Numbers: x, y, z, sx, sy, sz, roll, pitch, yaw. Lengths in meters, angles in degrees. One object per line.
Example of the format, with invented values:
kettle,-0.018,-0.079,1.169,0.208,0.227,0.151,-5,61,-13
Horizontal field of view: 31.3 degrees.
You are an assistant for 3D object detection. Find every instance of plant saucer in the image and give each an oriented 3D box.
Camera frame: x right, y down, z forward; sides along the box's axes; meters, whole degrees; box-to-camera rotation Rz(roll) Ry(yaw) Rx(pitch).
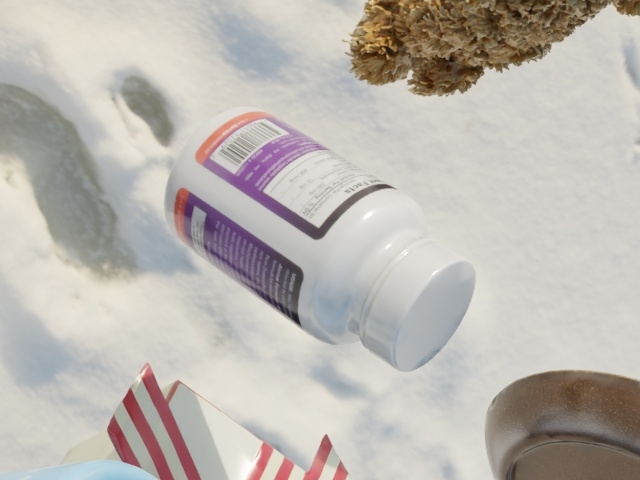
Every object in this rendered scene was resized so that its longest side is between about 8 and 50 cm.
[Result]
plant saucer,0.286,0.244,1.052,0.050,0.310,0.310,-54,131,-35

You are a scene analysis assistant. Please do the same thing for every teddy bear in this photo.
teddy bear,0.173,-0.195,0.855,0.338,0.113,0.245,-24,157,19

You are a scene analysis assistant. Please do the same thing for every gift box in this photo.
gift box,-0.121,0.265,0.940,0.255,0.258,0.276,35,53,-19

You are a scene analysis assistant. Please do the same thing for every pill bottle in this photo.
pill bottle,0.000,0.000,0.733,0.108,0.193,0.108,-35,144,-31

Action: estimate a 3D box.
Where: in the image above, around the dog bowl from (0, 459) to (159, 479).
dog bowl,-0.051,0.202,0.405,0.074,0.166,0.297,-24,112,17
